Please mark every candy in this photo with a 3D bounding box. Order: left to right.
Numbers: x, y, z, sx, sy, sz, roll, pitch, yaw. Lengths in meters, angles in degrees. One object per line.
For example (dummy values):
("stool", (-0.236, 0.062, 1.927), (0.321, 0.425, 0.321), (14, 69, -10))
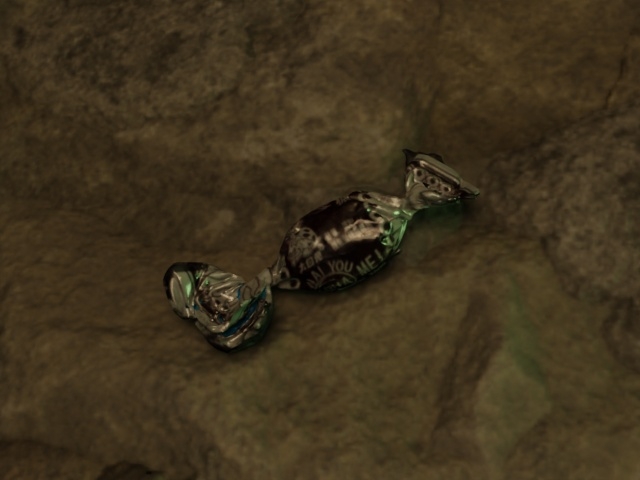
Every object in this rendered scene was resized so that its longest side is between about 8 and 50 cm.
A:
("candy", (0.000, 0.000, 0.858), (0.226, 0.051, 0.094), (-25, 59, 0))
